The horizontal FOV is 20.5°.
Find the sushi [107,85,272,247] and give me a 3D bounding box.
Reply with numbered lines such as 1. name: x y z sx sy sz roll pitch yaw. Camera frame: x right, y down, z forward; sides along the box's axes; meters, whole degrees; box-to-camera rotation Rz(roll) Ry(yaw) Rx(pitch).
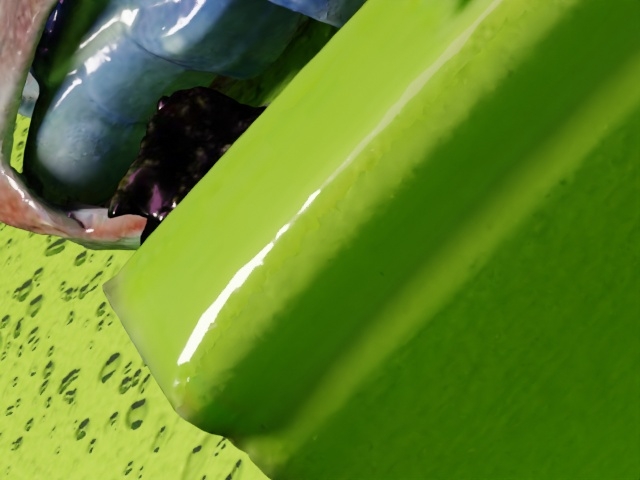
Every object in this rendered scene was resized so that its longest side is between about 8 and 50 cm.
1. sushi: 0.000 0.000 0.745 0.212 0.147 0.115 -6 56 45

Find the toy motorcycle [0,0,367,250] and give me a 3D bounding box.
1. toy motorcycle: -0.049 -0.122 0.935 0.319 0.241 0.182 -42 -6 31

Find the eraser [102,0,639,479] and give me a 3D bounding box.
1. eraser: 0.087 -0.011 0.587 0.274 0.210 0.092 -44 35 15
